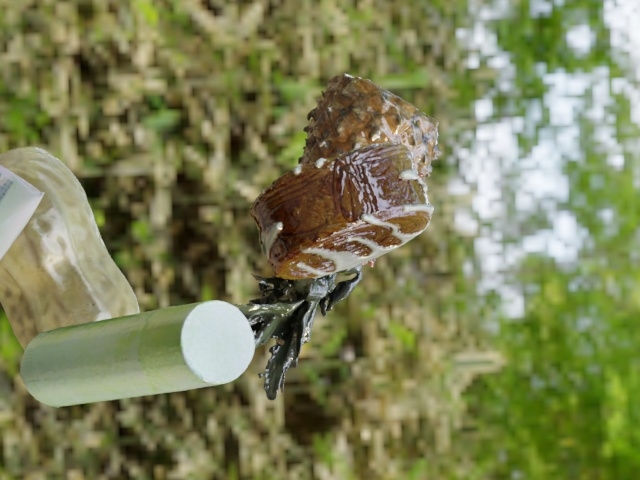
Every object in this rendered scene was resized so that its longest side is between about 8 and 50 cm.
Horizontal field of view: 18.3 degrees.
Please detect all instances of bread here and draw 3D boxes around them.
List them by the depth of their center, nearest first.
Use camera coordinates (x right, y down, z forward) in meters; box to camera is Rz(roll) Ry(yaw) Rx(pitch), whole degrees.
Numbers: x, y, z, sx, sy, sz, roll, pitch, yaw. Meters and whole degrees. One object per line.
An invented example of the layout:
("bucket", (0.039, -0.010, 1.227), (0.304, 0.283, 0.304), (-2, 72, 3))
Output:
("bread", (0.021, -0.023, 1.736), (0.160, 0.160, 0.073), (108, -40, -70))

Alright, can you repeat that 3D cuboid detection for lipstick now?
("lipstick", (-0.167, 0.100, 1.717), (0.304, 0.076, 0.076), (-13, -101, 56))

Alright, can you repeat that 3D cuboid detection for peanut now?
("peanut", (-0.300, 0.034, 2.222), (0.313, 0.152, 0.152), (64, -14, 15))

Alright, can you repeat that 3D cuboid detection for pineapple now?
("pineapple", (0.002, 0.000, 2.184), (0.364, 0.165, 0.165), (-63, -173, -3))

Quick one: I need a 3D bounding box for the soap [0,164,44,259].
("soap", (-0.370, -0.008, 1.661), (0.138, 0.199, 0.182), (-47, -166, 47))
